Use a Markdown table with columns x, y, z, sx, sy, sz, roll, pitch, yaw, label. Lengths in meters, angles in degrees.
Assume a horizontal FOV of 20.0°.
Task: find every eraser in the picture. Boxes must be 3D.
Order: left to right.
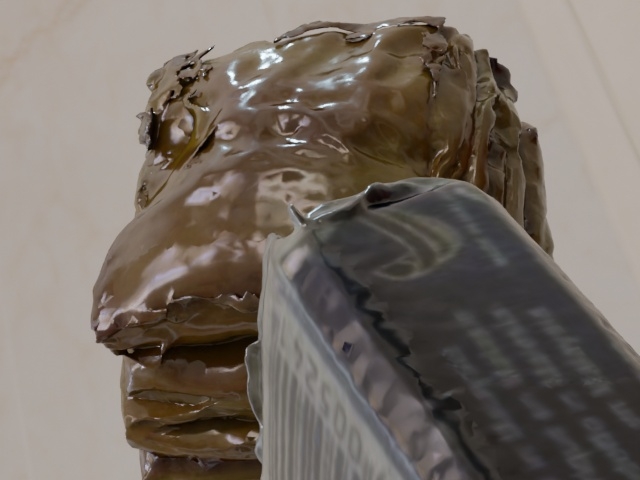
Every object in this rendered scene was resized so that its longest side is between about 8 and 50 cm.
| x | y | z | sx | sy | sz | roll | pitch | yaw | label |
| --- | --- | --- | --- | --- | --- | --- | --- | --- | --- |
| 0.078 | 0.119 | 0.566 | 0.101 | 0.332 | 0.155 | -14 | -53 | -20 | eraser |

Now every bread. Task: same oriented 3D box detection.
| x | y | z | sx | sy | sz | roll | pitch | yaw | label |
| --- | --- | --- | --- | --- | --- | --- | --- | --- | --- |
| 0.000 | 0.000 | 1.129 | 0.277 | 0.324 | 0.167 | -4 | -34 | 14 | bread |
